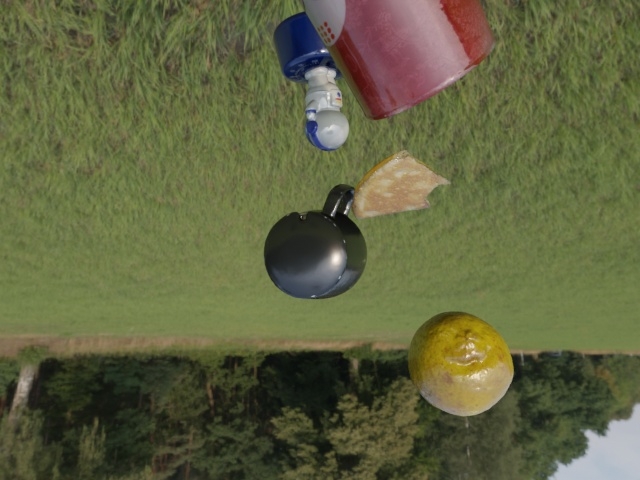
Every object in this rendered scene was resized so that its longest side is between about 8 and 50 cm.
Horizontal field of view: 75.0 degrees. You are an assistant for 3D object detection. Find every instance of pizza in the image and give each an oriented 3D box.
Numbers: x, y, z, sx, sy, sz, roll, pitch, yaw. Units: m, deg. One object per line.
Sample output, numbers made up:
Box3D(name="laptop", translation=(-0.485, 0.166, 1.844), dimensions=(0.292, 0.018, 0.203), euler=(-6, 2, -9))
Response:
Box3D(name="pizza", translation=(0.194, -0.128, 0.965), dimensions=(0.262, 0.034, 0.181), euler=(-5, 136, -26))

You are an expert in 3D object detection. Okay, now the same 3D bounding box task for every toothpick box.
Box3D(name="toothpick box", translation=(0.063, -0.353, 0.535), dimensions=(0.204, 0.204, 0.333), euler=(-15, 120, 42))

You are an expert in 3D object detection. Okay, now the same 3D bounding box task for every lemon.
Box3D(name="lemon", translation=(0.233, 0.208, 0.710), dimensions=(0.170, 0.170, 0.207), euler=(0, 156, -2))

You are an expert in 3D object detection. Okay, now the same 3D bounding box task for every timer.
Box3D(name="timer", translation=(0.003, -0.472, 1.304), dimensions=(0.270, 0.384, 0.270), euler=(-6, -178, 0))

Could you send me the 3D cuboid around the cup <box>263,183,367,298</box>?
Box3D(name="cup", translation=(0.000, 0.000, 0.750), dimensions=(0.169, 0.223, 0.176), euler=(22, -174, 17))
